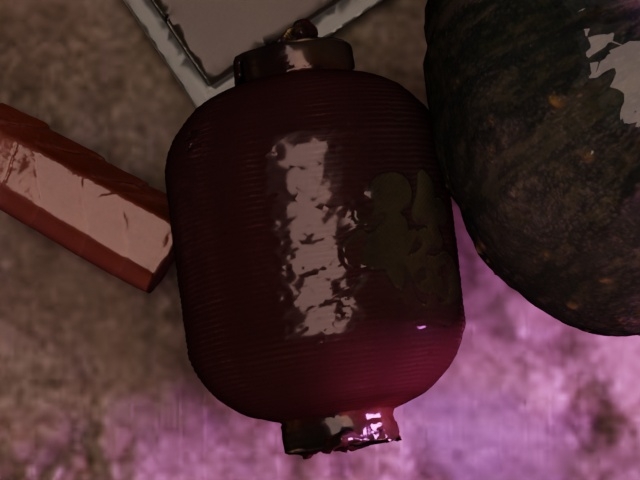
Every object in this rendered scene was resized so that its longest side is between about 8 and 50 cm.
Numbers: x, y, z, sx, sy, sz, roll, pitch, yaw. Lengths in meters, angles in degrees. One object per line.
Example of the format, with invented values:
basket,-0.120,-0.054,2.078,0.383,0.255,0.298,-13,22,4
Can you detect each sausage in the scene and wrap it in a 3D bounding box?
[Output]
sausage,-0.165,-0.033,1.192,0.169,0.065,0.065,30,88,3

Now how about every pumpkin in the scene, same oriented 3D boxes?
pumpkin,0.219,-0.097,1.065,0.328,0.257,0.291,-8,79,-16

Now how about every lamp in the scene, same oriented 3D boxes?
lamp,0.000,0.000,1.133,0.180,0.180,0.258,-6,82,2

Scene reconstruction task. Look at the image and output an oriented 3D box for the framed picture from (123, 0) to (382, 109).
framed picture,-0.016,-0.250,1.223,0.293,0.018,0.231,-33,84,0
